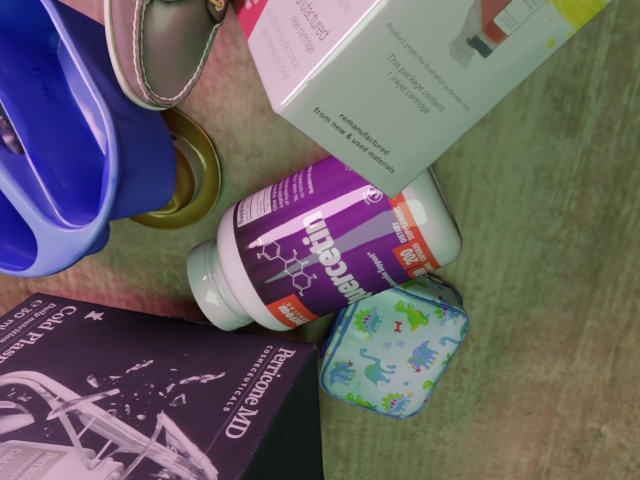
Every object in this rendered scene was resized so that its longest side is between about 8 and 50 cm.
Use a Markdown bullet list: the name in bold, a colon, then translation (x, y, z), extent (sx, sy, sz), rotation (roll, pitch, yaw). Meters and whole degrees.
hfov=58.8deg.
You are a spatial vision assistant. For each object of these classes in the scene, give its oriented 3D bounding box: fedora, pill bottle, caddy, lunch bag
- **fedora**: translation (-0.231, -0.086, 0.751), extent (0.194, 0.079, 0.194), rotation (2, 116, 3)
- **pill bottle**: translation (0.000, 0.000, 0.718), extent (0.323, 0.181, 0.181), rotation (-25, 111, 15)
- **caddy**: translation (-0.323, -0.126, 0.630), extent (0.241, 0.179, 0.341), rotation (-32, 83, 18)
- **lunch bag**: translation (0.099, 0.144, 0.830), extent (0.176, 0.090, 0.219), rotation (19, 116, -6)

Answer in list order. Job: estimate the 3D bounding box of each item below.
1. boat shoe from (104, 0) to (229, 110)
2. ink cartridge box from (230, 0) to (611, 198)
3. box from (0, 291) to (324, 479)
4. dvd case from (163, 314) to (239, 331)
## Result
- **boat shoe**: translation (-0.128, -0.285, 0.557), extent (0.117, 0.097, 0.324), rotation (6, 106, -42)
- **ink cartridge box**: translation (0.112, -0.276, 0.507), extent (0.385, 0.279, 0.160), rotation (-43, 130, 20)
- **box**: translation (-0.294, 0.331, 0.676), extent (0.472, 0.480, 0.297), rotation (8, 119, 17)
- **dvd case**: translation (-0.190, 0.163, 0.904), extent (0.119, 0.013, 0.087), rotation (6, 116, 2)
